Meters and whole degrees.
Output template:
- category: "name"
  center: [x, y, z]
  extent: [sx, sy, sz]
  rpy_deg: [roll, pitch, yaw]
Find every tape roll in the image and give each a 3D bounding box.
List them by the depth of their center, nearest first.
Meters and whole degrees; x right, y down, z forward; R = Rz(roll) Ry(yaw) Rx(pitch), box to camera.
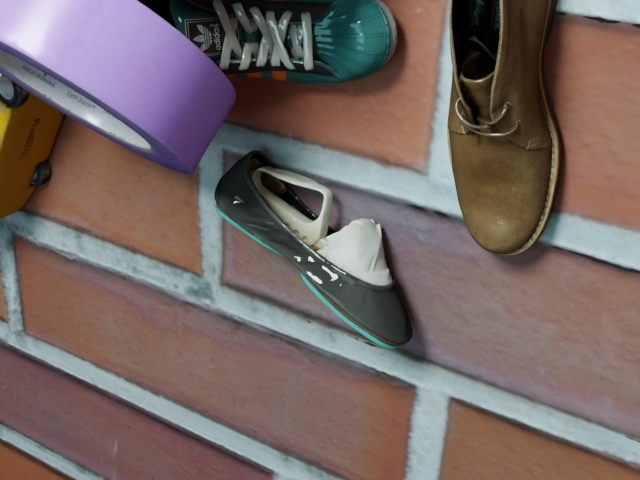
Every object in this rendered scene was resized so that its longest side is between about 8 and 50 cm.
- category: "tape roll"
  center: [-0.220, -0.170, 0.836]
  extent: [0.275, 0.275, 0.090]
  rpy_deg: [26, 83, 22]

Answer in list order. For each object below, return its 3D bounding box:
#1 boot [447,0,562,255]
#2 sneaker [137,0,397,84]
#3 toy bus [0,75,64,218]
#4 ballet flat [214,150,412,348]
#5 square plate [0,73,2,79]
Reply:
- category: "boot"
  center: [0.148, -0.115, 0.777]
  extent: [0.112, 0.115, 0.305]
  rpy_deg: [9, 117, 29]
- category: "sneaker"
  center: [-0.076, -0.204, 0.879]
  extent: [0.302, 0.121, 0.108]
  rpy_deg: [12, 118, 30]
- category: "toy bus"
  center: [-0.419, -0.153, 1.147]
  extent: [0.130, 0.108, 0.332]
  rpy_deg: [44, 129, 11]
- category: "ballet flat"
  center: [0.000, 0.000, 0.948]
  extent: [0.280, 0.095, 0.096]
  rpy_deg: [38, 115, 14]
- category: "square plate"
  center: [-0.424, -0.389, 0.978]
  extent: [0.347, 0.049, 0.344]
  rpy_deg: [39, 115, 25]
